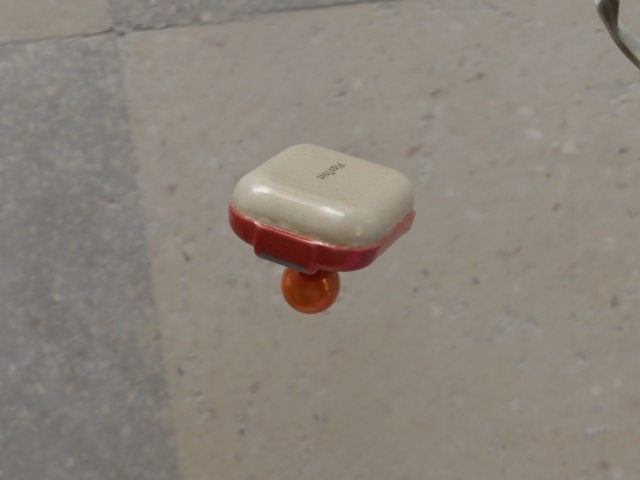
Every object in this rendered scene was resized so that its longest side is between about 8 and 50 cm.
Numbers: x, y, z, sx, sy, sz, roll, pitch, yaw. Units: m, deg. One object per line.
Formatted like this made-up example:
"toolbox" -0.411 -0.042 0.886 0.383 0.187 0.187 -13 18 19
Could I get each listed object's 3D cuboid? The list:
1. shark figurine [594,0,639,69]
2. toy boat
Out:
"shark figurine" 0.332 -0.137 1.119 0.278 0.116 0.166 11 132 20
"toy boat" 0.000 0.000 1.440 0.151 0.231 0.151 19 112 15
